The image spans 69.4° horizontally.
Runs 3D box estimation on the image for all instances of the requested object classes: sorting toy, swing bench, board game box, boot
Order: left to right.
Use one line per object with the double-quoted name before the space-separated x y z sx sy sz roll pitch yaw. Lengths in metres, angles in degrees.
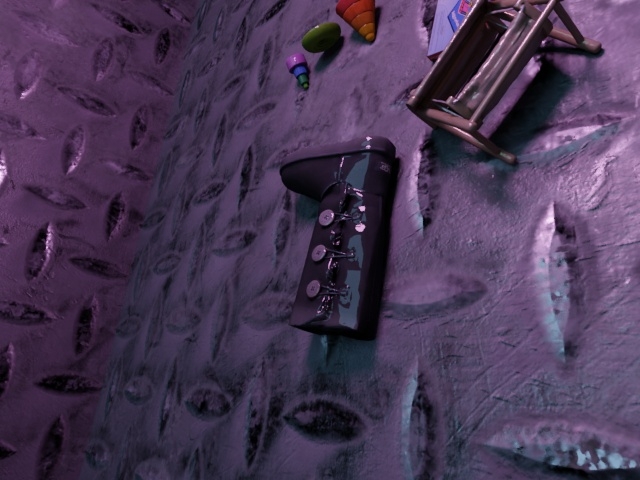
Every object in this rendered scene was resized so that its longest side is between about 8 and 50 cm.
"boot" 0.001 0.000 1.108 0.367 0.146 0.444 -7 72 49
"sorting toy" 0.039 -0.579 1.386 0.366 0.127 0.126 -27 83 42
"board game box" 0.335 -0.563 1.069 0.145 0.027 0.281 -2 71 50
"swing bench" 0.311 -0.320 0.871 0.253 0.165 0.254 -57 39 13
